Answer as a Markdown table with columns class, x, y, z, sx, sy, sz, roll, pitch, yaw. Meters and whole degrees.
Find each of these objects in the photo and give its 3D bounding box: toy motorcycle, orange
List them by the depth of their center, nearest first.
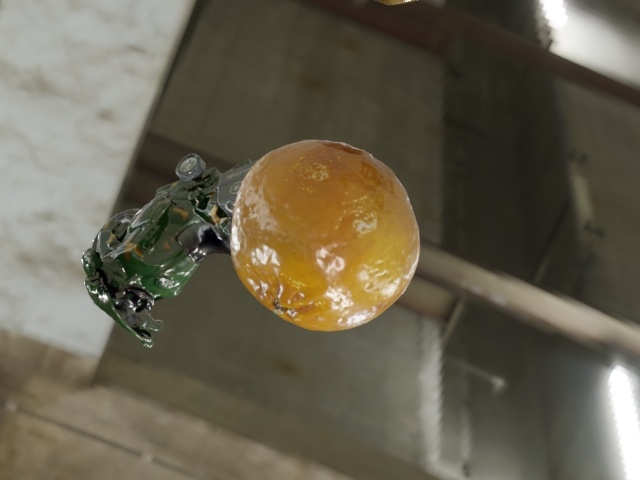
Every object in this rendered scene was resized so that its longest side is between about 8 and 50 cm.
| class | x | y | z | sx | sy | sz | roll | pitch | yaw |
| --- | --- | --- | --- | --- | --- | --- | --- | --- | --- |
| orange | 0.001 | -0.003 | 1.637 | 0.177 | 0.177 | 0.155 | 33 | -136 | 23 |
| toy motorcycle | -0.134 | 0.005 | 1.862 | 0.125 | 0.274 | 0.187 | 49 | -147 | -35 |

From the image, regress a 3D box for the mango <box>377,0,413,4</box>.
| class | x | y | z | sx | sy | sz | roll | pitch | yaw |
| --- | --- | --- | --- | --- | --- | --- | --- | --- | --- |
| mango | 0.093 | -0.407 | 2.089 | 0.201 | 0.287 | 0.152 | 19 | -165 | 21 |
